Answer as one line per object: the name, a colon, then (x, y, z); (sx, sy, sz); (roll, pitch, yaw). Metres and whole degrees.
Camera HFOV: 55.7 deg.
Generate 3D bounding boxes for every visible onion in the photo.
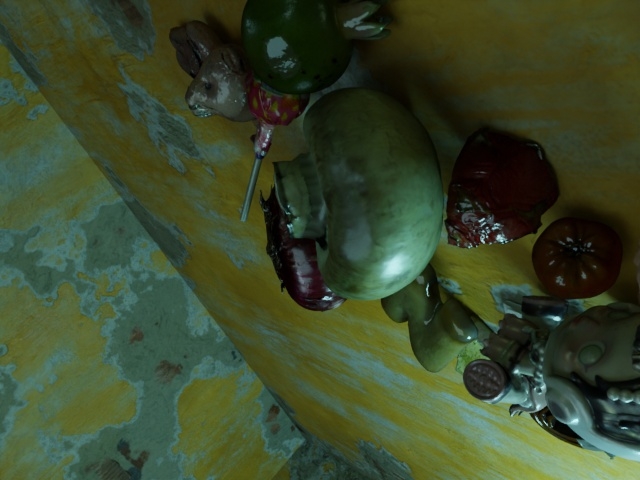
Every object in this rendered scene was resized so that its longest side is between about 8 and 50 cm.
onion: (0.000, 0.000, 1.293); (0.314, 0.233, 0.313); (171, 90, -90)

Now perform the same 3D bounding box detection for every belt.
belt: (0.503, 0.313, 1.149); (0.184, 0.105, 0.261); (40, 155, 7)

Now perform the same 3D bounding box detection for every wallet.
wallet: (0.395, 0.172, 1.194); (0.061, 0.025, 0.122); (28, 152, 47)

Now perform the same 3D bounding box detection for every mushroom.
mushroom: (0.061, -0.070, 0.981); (0.352, 0.261, 0.351); (171, 90, -85)

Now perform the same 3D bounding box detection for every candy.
candy: (-0.112, -0.182, 1.186); (0.124, 0.124, 0.365); (35, 129, 21)

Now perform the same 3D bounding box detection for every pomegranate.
pomegranate: (-0.006, -0.316, 0.907); (0.225, 0.187, 0.187); (-7, 129, 26)

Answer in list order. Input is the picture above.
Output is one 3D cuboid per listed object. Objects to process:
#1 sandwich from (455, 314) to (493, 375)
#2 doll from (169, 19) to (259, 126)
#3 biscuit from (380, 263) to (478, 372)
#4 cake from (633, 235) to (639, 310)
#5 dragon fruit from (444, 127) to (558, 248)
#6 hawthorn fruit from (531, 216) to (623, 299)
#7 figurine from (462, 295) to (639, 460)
sandwich: (0.382, 0.264, 1.326); (0.163, 0.058, 0.192); (28, 148, 29)
doll: (-0.240, -0.337, 1.246); (0.303, 0.156, 0.201); (33, 159, 35)
biscuit: (0.225, 0.162, 1.339); (0.236, 0.062, 0.290); (57, 161, 19)
cake: (0.454, 0.020, 0.503); (0.307, 0.293, 0.314); (23, 164, 39)
dragon fruit: (0.254, -0.067, 0.891); (0.121, 0.161, 0.127); (21, 157, 46)
hawthorn fruit: (0.378, 0.034, 0.887); (0.125, 0.125, 0.140); (17, 141, 47)
figurine: (0.430, 0.198, 0.928); (0.211, 0.253, 0.361); (46, 153, -23)
